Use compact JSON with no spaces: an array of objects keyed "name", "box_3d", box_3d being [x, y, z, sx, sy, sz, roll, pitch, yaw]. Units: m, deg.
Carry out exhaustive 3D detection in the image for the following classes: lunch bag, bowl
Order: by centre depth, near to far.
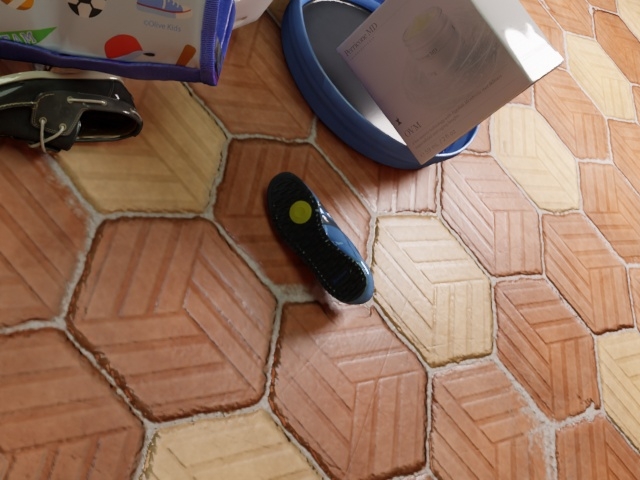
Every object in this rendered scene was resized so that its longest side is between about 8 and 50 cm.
[{"name":"lunch bag","box_3d":[-0.243,-0.377,0.882,0.328,0.239,0.385,7,85,-2]},{"name":"bowl","box_3d":[0.104,-0.291,1.324,0.391,0.077,0.391,21,52,-29]}]

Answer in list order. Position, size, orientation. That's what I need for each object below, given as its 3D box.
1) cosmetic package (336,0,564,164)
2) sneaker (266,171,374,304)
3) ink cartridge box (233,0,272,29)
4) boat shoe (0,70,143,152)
[{"name":"cosmetic package","box_3d":[0.186,-0.274,1.163,0.224,0.224,0.138,54,43,1]},{"name":"sneaker","box_3d":[0.000,0.000,1.070,0.209,0.069,0.082,54,10,13]},{"name":"ink cartridge box","box_3d":[-0.165,-0.390,1.076,0.203,0.086,0.148,51,44,-2]},{"name":"boat shoe","box_3d":[-0.302,-0.138,0.875,0.233,0.084,0.079,-17,76,-48]}]
